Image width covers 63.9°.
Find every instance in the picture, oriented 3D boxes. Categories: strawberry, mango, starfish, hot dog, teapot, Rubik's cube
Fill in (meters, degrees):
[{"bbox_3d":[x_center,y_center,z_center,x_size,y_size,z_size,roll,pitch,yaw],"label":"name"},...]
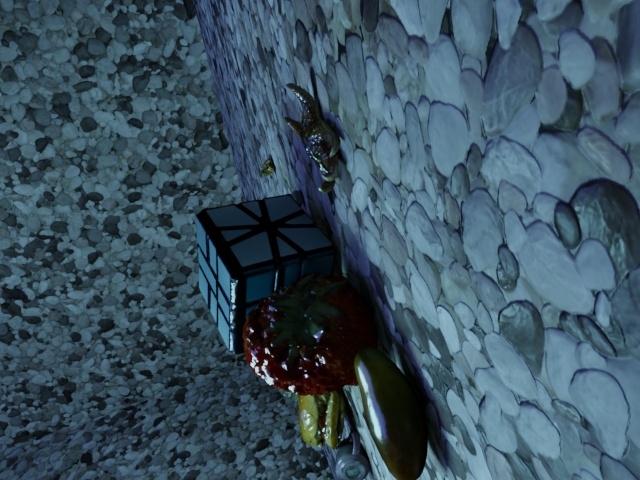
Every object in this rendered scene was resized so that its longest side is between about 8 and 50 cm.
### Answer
[{"bbox_3d":[-0.012,0.239,1.196,0.351,0.312,0.267,59,-155,-51],"label":"strawberry"},{"bbox_3d":[0.140,0.330,0.984,0.133,0.111,0.268,36,-146,-83],"label":"mango"},{"bbox_3d":[-0.014,-0.215,1.061,0.238,0.071,0.216,38,139,54],"label":"starfish"},{"bbox_3d":[-0.197,-0.267,1.888,0.133,0.041,0.056,-179,73,-78],"label":"hot dog"},{"bbox_3d":[0.100,0.747,1.790,0.146,0.116,0.148,-103,-6,-75],"label":"teapot"},{"bbox_3d":[-0.152,0.079,1.353,0.293,0.288,0.283,47,140,43],"label":"Rubik's cube"}]

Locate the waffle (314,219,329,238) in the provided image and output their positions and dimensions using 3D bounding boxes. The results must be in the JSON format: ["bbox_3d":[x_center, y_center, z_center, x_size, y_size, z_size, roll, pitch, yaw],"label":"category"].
[{"bbox_3d":[0.000,0.000,1.393,0.135,0.021,0.092,91,159,-57],"label":"waffle"}]

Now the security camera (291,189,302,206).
[{"bbox_3d":[-0.064,-0.102,1.510,0.058,0.058,0.092,129,136,-76],"label":"security camera"}]

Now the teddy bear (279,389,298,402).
[{"bbox_3d":[-0.093,0.535,2.285,0.368,0.224,0.357,106,150,-42],"label":"teddy bear"}]

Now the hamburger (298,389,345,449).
[{"bbox_3d":[-0.003,0.631,1.857,0.244,0.163,0.245,-175,90,-83],"label":"hamburger"}]
